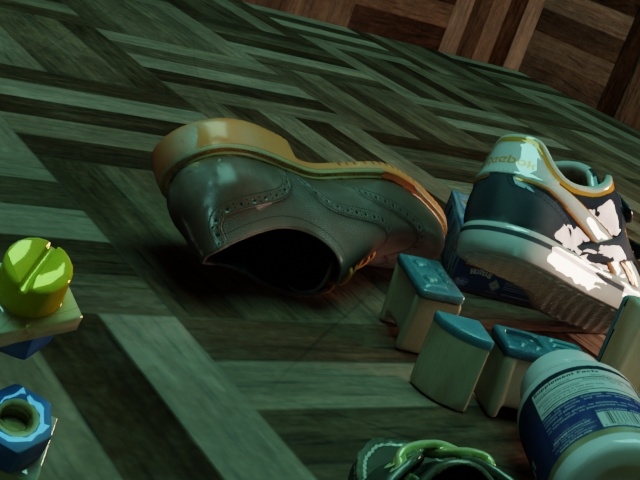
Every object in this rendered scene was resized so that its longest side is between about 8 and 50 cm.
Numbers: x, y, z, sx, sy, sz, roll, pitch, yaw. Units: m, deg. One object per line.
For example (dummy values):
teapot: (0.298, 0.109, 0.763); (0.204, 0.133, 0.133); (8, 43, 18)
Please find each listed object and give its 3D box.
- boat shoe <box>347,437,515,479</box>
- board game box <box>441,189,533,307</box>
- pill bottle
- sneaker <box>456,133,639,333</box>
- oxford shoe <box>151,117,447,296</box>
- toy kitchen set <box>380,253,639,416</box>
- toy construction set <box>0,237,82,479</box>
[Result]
boat shoe: (0.072, 0.156, 0.558); (0.109, 0.091, 0.305); (2, 9, -9)
board game box: (0.214, 0.010, 1.254); (0.194, 0.060, 0.194); (14, 19, -17)
pill bottle: (0.193, 0.144, 0.782); (0.094, 0.094, 0.169); (18, 17, -7)
sneaker: (0.247, 0.003, 1.054); (0.126, 0.128, 0.321); (6, -15, 36)
oxford shoe: (0.000, 0.000, 1.025); (0.363, 0.130, 0.133); (12, 51, -44)
toy kitchen set: (0.180, 0.068, 0.943); (0.207, 0.122, 0.166); (15, 18, -16)
toy construction set: (-0.256, 0.081, 0.385); (0.327, 0.151, 0.215); (4, 51, -10)
